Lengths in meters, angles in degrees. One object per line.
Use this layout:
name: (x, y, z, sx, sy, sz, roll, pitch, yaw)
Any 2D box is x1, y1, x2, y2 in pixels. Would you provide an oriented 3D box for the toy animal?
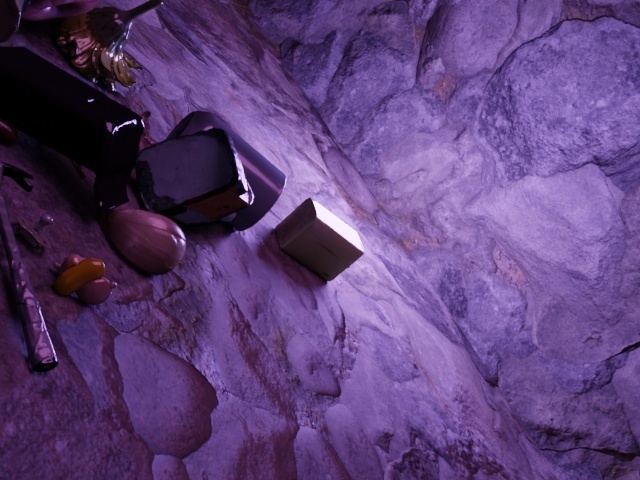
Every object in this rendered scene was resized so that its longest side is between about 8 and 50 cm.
toy animal: (-0.437, 0.062, 1.476, 0.114, 0.091, 0.082, 32, 12, -39)

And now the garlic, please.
garlic: (-0.372, -0.008, 1.703, 0.206, 0.115, 0.128, 35, 30, -31)

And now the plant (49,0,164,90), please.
plant: (-0.584, -0.553, 2.130, 0.261, 0.297, 0.306, -45, 114, -41)

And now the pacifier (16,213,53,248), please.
pacifier: (-0.523, -0.024, 1.469, 0.083, 0.064, 0.068, 47, 2, -10)

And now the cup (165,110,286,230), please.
cup: (-0.270, -0.194, 2.141, 0.312, 0.205, 0.205, 40, 22, -23)

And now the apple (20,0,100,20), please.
apple: (-0.688, -0.679, 1.958, 0.306, 0.305, 0.235, -27, 105, -71)

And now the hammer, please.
hammer: (-0.533, 0.034, 1.349, 0.152, 0.044, 0.427, -2, 58, -39)

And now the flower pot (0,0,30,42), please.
flower pot: (-0.722, -0.515, 1.671, 0.212, 0.212, 0.202, 36, 17, -36)

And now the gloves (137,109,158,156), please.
gloves: (-0.460, -0.254, 1.985, 0.094, 0.110, 0.144, -107, -179, -64)

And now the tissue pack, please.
tissue pack: (0.000, 0.000, 2.443, 0.234, 0.159, 0.125, 36, 24, -36)

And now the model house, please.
model house: (-0.286, -0.128, 1.973, 0.291, 0.253, 0.184, 49, 23, -66)

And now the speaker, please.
speaker: (-0.557, -0.243, 1.669, 0.388, 0.184, 0.180, 31, 18, 4)

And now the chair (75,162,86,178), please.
chair: (-0.543, -0.247, 1.808, 0.221, 0.104, 0.095, 57, -6, 6)

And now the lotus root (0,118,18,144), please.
lotus root: (-0.648, -0.223, 1.594, 0.083, 0.037, 0.030, 39, 26, -32)
